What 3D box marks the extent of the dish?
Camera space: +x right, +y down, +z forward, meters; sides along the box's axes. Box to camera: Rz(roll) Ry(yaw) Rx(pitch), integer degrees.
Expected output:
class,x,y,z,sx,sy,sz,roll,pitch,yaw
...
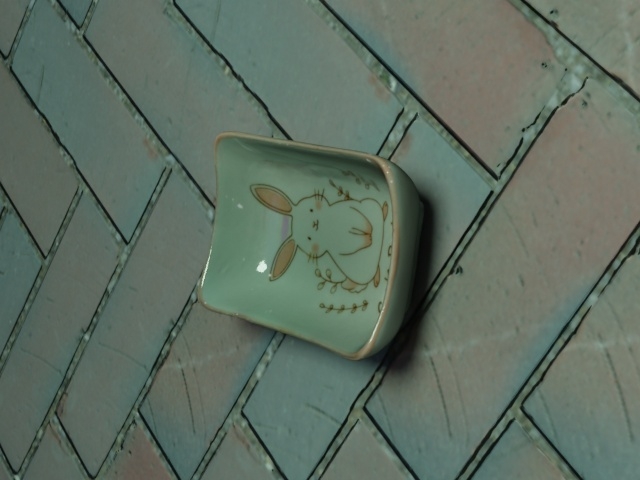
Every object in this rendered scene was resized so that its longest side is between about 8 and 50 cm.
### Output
class,x,y,z,sx,sy,sz,roll,pitch,yaw
dish,0.000,0.000,0.986,0.212,0.077,0.151,14,100,47
